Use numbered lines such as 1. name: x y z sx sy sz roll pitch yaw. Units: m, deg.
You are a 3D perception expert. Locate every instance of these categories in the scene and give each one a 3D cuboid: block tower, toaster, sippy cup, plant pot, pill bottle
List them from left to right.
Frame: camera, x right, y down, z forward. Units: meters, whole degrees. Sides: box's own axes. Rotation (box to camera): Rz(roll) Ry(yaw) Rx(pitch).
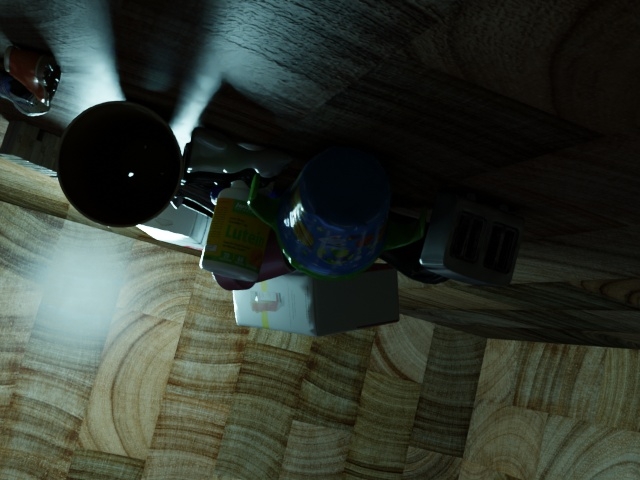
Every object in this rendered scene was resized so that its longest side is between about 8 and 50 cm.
1. block tower: -0.658 -0.203 2.034 0.091 0.097 0.335 7 166 37
2. plant pot: -0.376 -0.154 1.604 0.237 0.237 0.254 14 -175 -1
3. pill bottle: -0.181 -0.039 1.816 0.136 0.246 0.136 13 171 2
4. plant pot: -0.153 0.020 1.960 0.180 0.201 0.201 -5 164 21
5. sippy cup: 0.034 -0.063 1.506 0.305 0.240 0.224 -23 165 -14
6. toaster: 0.297 0.006 1.581 0.168 0.186 0.110 17 174 -17

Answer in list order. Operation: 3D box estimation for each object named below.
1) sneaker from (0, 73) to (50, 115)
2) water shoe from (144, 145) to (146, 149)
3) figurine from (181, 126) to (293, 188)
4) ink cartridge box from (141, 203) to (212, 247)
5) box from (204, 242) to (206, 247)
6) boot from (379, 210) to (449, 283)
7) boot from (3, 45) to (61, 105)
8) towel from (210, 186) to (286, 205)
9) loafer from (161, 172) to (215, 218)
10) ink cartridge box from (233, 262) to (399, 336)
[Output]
1. sneaker: -0.581 -0.284 1.562 0.058 0.052 0.135 3 167 31
2. water shoe: -0.429 -0.190 1.829 0.080 0.073 0.203 19 170 -39
3. figurine: -0.173 -0.160 1.635 0.209 0.092 0.215 8 172 -15
4. ink cartridge box: -0.453 -0.058 2.512 0.197 0.114 0.273 14 172 7
5. box: -0.269 -0.011 2.473 0.091 0.130 0.170 11 171 22
6. boot: 0.111 -0.023 1.700 0.260 0.131 0.348 23 180 -44
7. boot: -0.509 -0.293 1.399 0.084 0.059 0.158 18 162 -5
8. towel: -0.109 -0.082 2.030 0.308 0.076 0.227 6 161 41
9. loafer: -0.356 -0.114 2.128 0.267 0.084 0.096 16 171 -12
10. ink cartridge box: -0.019 0.146 2.114 0.279 0.160 0.384 -6 -176 -37
